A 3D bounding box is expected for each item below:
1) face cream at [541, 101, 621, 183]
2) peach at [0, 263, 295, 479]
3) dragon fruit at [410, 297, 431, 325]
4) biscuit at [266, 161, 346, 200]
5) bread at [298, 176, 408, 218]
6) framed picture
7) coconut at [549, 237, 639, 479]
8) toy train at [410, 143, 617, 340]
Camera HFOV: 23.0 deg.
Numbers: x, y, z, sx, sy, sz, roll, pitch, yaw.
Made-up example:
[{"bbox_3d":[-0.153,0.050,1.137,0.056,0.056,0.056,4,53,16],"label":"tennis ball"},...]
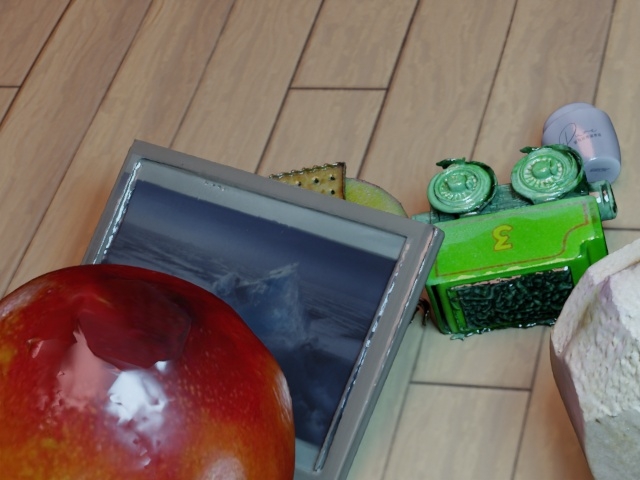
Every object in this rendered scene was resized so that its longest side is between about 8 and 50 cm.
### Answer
[{"bbox_3d":[0.320,-0.113,1.917,0.091,0.091,0.095,-18,53,0],"label":"face cream"},{"bbox_3d":[-0.206,0.197,1.565,0.388,0.388,0.388,-9,45,9],"label":"peach"},{"bbox_3d":[0.032,0.087,1.820,0.190,0.094,0.094,1,47,7],"label":"dragon fruit"},{"bbox_3d":[-0.063,-0.035,1.969,0.203,0.016,0.144,-12,42,9],"label":"biscuit"},{"bbox_3d":[0.000,0.000,1.949,0.228,0.033,0.228,-10,46,10],"label":"bread"},{"bbox_3d":[-0.106,0.080,1.811,0.446,0.028,0.326,17,80,32],"label":"framed picture"},{"bbox_3d":[0.379,0.131,1.507,0.297,0.298,0.309,-15,29,3],"label":"coconut"},{"bbox_3d":[0.224,0.000,1.813,0.243,0.132,0.188,-11,49,10],"label":"toy train"}]
